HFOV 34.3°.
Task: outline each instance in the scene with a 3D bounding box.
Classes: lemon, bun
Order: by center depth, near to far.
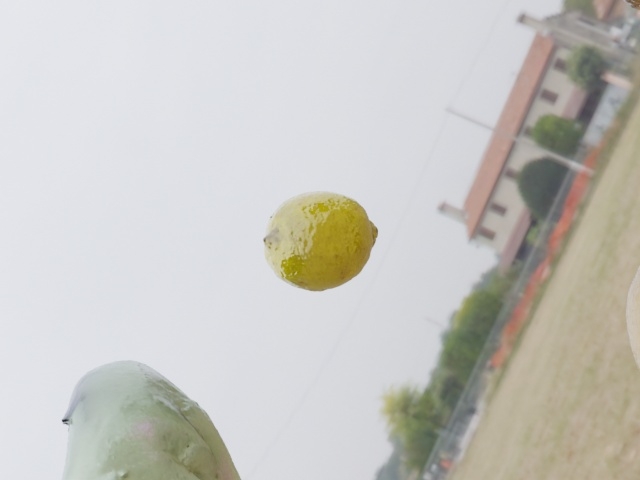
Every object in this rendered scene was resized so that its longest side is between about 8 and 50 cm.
[{"bbox_3d":[-0.162,0.262,1.017,0.293,0.187,0.293,-177,90,-82],"label":"bun"},{"bbox_3d":[0.000,0.000,1.120,0.109,0.133,0.109,175,90,-73],"label":"lemon"}]

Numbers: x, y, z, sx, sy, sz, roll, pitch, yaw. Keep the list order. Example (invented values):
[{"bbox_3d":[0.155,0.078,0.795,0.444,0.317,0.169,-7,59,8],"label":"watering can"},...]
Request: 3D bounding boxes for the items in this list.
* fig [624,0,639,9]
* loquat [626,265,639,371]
[{"bbox_3d":[0.377,-0.288,1.012,0.133,0.201,0.146,1,-71,-47],"label":"fig"},{"bbox_3d":[0.435,0.085,1.026,0.275,0.275,0.275,-61,-11,-21],"label":"loquat"}]
